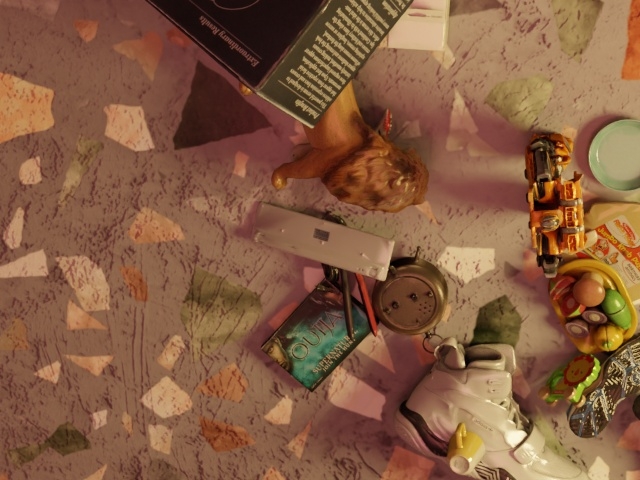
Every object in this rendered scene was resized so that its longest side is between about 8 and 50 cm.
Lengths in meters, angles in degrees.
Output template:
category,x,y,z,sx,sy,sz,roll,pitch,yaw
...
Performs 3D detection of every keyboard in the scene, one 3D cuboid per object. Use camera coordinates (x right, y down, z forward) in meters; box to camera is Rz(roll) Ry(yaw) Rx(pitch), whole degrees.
category,x,y,z,sx,sy,sz,roll,pitch,yaw
keyboard,0.000,0.000,1.835,0.256,0.014,0.072,16,93,20

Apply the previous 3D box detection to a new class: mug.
category,x,y,z,sx,sy,sz,roll,pitch,yaw
mug,0.232,0.351,1.784,0.062,0.064,0.078,-38,91,24

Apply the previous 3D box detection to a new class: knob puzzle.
category,x,y,z,sx,sy,sz,roll,pitch,yaw
knob puzzle,0.505,0.011,1.771,0.213,0.030,0.213,9,119,16

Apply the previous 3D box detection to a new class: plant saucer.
category,x,y,z,sx,sy,sz,roll,pitch,yaw
plant saucer,0.494,-0.139,1.742,0.119,0.021,0.119,3,107,9

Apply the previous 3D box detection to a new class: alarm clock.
category,x,y,z,sx,sy,sz,roll,pitch,yaw
alarm clock,0.163,0.115,1.857,0.129,0.064,0.192,-25,105,16

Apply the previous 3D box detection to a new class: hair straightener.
category,x,y,z,sx,sy,sz,roll,pitch,yaw
hair straightener,0.030,0.063,1.847,0.089,0.047,0.230,-14,94,-2

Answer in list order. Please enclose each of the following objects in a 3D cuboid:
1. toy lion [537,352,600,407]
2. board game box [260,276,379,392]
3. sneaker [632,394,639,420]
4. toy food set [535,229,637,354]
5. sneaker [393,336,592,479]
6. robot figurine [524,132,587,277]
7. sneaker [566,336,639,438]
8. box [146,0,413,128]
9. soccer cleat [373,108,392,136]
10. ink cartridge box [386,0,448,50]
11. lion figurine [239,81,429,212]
category,x,y,z,sx,sy,sz,roll,pitch,yaw
toy lion,0.425,0.234,1.821,0.034,0.096,0.100,39,155,-21
board game box,-0.002,0.167,1.917,0.126,0.026,0.186,40,109,-5
sneaker,0.606,0.400,1.849,0.281,0.106,0.162,40,112,-5
toy food set,0.440,0.106,1.784,0.128,0.071,0.218,-21,108,28
sneaker,0.324,0.311,1.847,0.365,0.137,0.210,24,112,5
robot figurine,0.357,-0.068,1.644,0.085,0.291,0.211,-5,107,11
sneaker,0.492,0.240,1.835,0.211,0.081,0.080,-45,94,1
box,-0.028,-0.417,1.553,0.293,0.212,0.395,42,98,22
soccer cleat,0.098,-0.180,1.792,0.035,0.029,0.083,11,113,2
ink cartridge box,0.152,-0.346,1.670,0.092,0.143,0.090,4,108,8
lion figurine,0.013,-0.214,1.709,0.240,0.142,0.392,-8,114,37
